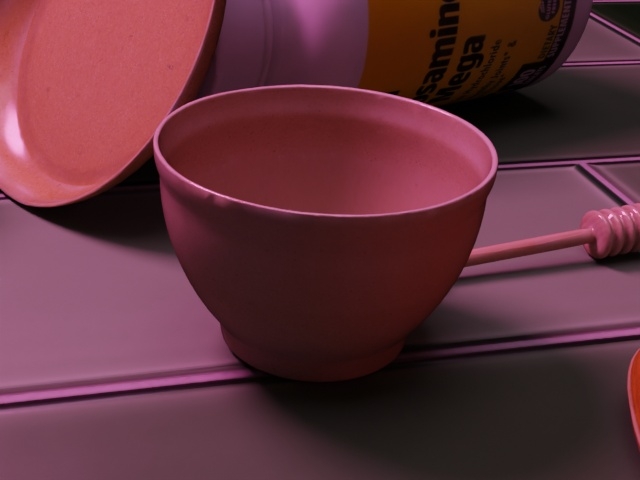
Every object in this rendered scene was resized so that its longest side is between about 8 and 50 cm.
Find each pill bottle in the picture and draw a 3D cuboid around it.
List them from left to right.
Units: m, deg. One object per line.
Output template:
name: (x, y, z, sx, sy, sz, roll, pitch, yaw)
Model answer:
pill bottle: (0.031, -0.186, 0.797, 0.334, 0.188, 0.188, -15, 33, -32)

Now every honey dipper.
honey dipper: (0.125, 0.004, 0.616, 0.160, 0.030, 0.030, -10, 30, -20)

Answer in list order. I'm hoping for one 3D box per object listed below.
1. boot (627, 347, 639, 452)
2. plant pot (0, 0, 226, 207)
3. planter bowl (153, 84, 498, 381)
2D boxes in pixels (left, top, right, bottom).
boot: (0.205, 0.043, 0.351, 0.104, 0.211, 0.295, 0, 27, -8)
plant pot: (-0.139, -0.132, 0.664, 0.236, 0.236, 0.032, 31, 7, 42)
planter bowl: (0.000, 0.000, 0.518, 0.162, 0.109, 0.162, 3, 28, -1)
